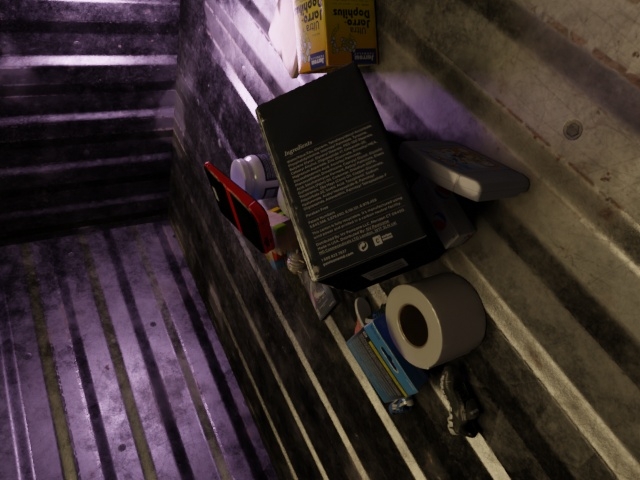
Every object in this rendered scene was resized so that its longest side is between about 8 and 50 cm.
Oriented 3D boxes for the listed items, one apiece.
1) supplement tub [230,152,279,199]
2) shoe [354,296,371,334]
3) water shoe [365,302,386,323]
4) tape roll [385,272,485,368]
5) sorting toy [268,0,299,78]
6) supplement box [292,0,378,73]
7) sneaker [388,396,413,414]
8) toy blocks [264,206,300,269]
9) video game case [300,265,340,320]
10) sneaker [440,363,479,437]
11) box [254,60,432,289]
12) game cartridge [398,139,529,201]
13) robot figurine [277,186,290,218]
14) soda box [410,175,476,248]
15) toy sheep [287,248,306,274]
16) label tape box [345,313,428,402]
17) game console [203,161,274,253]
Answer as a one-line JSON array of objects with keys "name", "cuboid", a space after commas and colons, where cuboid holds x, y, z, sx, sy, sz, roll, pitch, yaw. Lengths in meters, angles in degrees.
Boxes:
[{"name": "supplement tub", "cuboid": [-0.222, -0.272, 2.179, 0.191, 0.272, 0.191, 29, 125, 54]}, {"name": "shoe", "cuboid": [0.155, 0.305, 1.940, 0.081, 0.063, 0.178, -27, 81, 55]}, {"name": "water shoe", "cuboid": [0.228, 0.263, 1.812, 0.203, 0.073, 0.080, -19, 55, 63]}, {"name": "tape roll", "cuboid": [0.328, 0.227, 1.494, 0.246, 0.169, 0.246, 31, 127, 52]}, {"name": "sorting toy", "cuboid": [-0.079, -0.788, 1.921, 0.255, 0.089, 0.257, 65, 148, 23]}, {"name": "supplement box", "cuboid": [0.040, -0.721, 1.624, 0.194, 0.195, 0.356, 15, 114, 58]}, {"name": "sneaker", "cuboid": [0.286, 0.588, 1.827, 0.059, 0.053, 0.144, 56, 145, 31]}, {"name": "toy blocks", "cuboid": [-0.209, 0.010, 2.401, 0.381, 0.191, 0.260, 21, 130, 57]}, {"name": "video game case", "cuboid": [-0.013, 0.188, 2.238, 0.274, 0.026, 0.196, 64, 148, 22]}, {"name": "sneaker", "cuboid": [0.421, 0.479, 1.524, 0.106, 0.078, 0.234, 5, 109, 57]}, {"name": "box", "cuboid": [0.091, -0.134, 1.425, 0.480, 0.297, 0.471, 30, -142, -73]}, {"name": "game cartridge", "cuboid": [0.341, -0.184, 1.288, 0.297, 0.198, 0.062, 43, 128, 46]}, {"name": "robot figurine", "cuboid": [-0.052, -0.205, 1.948, 0.353, 0.200, 0.299, 114, 156, -59]}, {"name": "soda box", "cuboid": [0.343, -0.088, 1.453, 0.216, 0.069, 0.074, 65, 149, 24]}, {"name": "toy sheep", "cuboid": [-0.103, 0.093, 2.254, 0.091, 0.091, 0.132, 46, 134, 44]}, {"name": "label tape box", "cuboid": [0.224, 0.379, 1.674, 0.249, 0.115, 0.347, 56, 158, 13]}, {"name": "game console", "cuboid": [-0.332, -0.125, 2.156, 0.342, 0.060, 0.386, 44, 161, 20]}]
